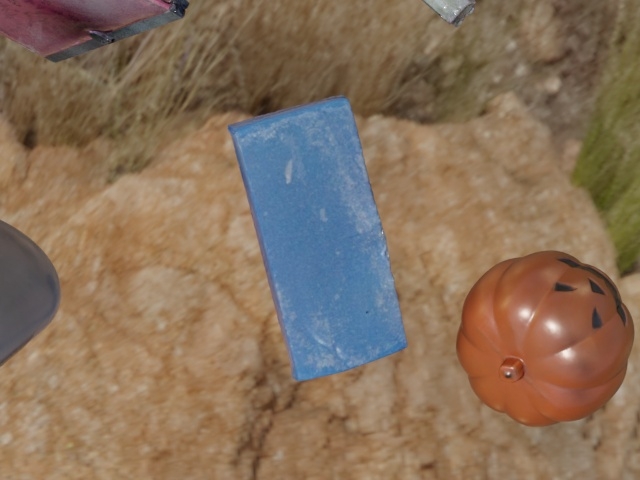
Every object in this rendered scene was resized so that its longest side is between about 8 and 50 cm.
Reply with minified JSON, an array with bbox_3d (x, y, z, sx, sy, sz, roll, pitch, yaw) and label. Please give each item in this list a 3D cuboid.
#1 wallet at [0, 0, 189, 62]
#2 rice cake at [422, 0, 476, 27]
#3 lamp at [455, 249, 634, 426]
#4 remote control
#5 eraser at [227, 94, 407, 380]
[{"bbox_3d":[-0.211,-0.194,1.169,0.119,0.232,0.025,30,71,-29],"label":"wallet"},{"bbox_3d":[0.094,-0.321,1.650,0.207,0.036,0.047,45,101,17],"label":"rice cake"},{"bbox_3d":[0.233,0.108,1.543,0.164,0.187,0.188,-32,92,-49],"label":"lamp"},{"bbox_3d":[-0.361,0.049,1.279,0.221,0.332,0.103,21,112,9],"label":"remote control"},{"bbox_3d":[0.000,0.000,1.677,0.144,0.042,0.312,-16,102,-13],"label":"eraser"}]
